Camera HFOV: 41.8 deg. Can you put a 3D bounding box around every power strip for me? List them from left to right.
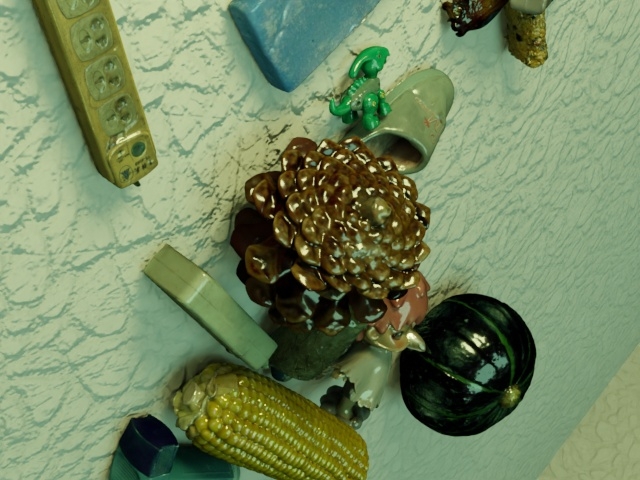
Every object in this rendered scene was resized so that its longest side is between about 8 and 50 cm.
[{"bbox_3d":[-0.221,-0.162,0.836,0.064,0.044,0.305,-38,143,-26],"label":"power strip"},{"bbox_3d":[-0.132,0.107,1.129,0.053,0.093,0.288,-51,147,-12],"label":"power strip"}]

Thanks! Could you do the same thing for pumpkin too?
[{"bbox_3d":[0.303,0.254,1.673,0.315,0.238,0.315,-28,138,-28],"label":"pumpkin"}]

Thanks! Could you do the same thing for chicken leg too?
[{"bbox_3d":[0.261,-0.413,1.225,0.106,0.051,0.253,17,102,-50],"label":"chicken leg"}]

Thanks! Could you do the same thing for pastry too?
[{"bbox_3d":[0.328,-0.345,1.338,0.056,0.080,0.140,-35,143,-10],"label":"pastry"}]

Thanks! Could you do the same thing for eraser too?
[{"bbox_3d":[0.029,-0.330,1.006,0.312,0.042,0.144,-48,146,-12],"label":"eraser"}]

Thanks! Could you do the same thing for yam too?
[{"bbox_3d":[-0.001,0.133,1.254,0.183,0.107,0.107,-47,152,26],"label":"yam"}]

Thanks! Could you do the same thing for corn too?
[{"bbox_3d":[-0.060,0.294,1.280,0.387,0.144,0.144,32,92,-40],"label":"corn"}]

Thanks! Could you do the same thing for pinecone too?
[{"bbox_3d":[0.003,0.010,1.090,0.264,0.264,0.264,-32,139,-32],"label":"pinecone"}]

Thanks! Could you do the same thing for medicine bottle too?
[{"bbox_3d":[-0.207,0.333,1.240,0.124,0.079,0.258,-57,147,3],"label":"medicine bottle"}]

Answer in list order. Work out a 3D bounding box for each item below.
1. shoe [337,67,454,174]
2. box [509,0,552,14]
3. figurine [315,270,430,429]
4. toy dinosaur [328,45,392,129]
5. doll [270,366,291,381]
[{"bbox_3d":[0.124,-0.154,1.225,0.251,0.100,0.103,-40,143,-18],"label":"shoe"},{"bbox_3d":[0.342,-0.417,1.243,0.244,0.055,0.103,-49,150,-50],"label":"box"},{"bbox_3d":[0.103,0.136,1.386,0.207,0.166,0.387,-31,147,-61],"label":"figurine"},{"bbox_3d":[0.054,-0.206,1.140,0.132,0.059,0.096,-43,137,-34],"label":"toy dinosaur"},{"bbox_3d":[-0.045,0.200,1.357,0.083,0.050,0.076,-18,150,-45],"label":"doll"}]
